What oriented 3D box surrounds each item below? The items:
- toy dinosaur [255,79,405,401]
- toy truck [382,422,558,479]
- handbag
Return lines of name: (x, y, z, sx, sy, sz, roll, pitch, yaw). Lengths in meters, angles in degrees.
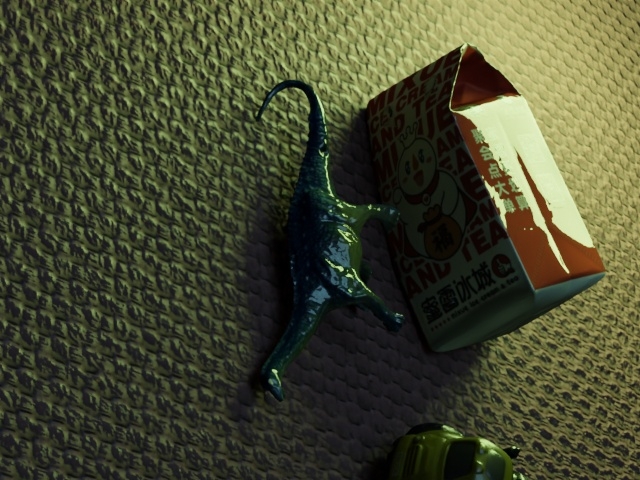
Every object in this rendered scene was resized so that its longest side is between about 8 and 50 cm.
toy dinosaur: (0.009, 0.007, 1.734, 0.147, 0.076, 0.363, 22, 56, -31)
toy truck: (0.172, 0.263, 1.684, 0.224, 0.165, 0.147, 41, 43, -24)
handbag: (0.150, -0.048, 1.861, 0.151, 0.171, 0.298, -13, 73, -48)
